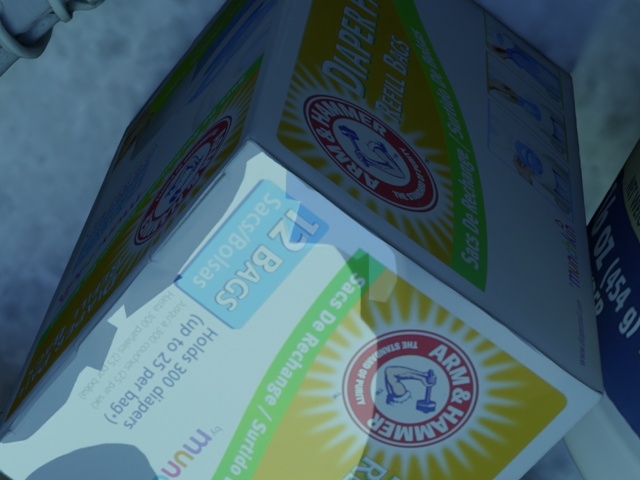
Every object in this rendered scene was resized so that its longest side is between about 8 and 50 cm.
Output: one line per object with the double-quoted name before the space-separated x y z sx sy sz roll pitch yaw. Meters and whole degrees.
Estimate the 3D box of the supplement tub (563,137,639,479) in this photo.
"supplement tub" 0.219 -0.039 0.470 0.228 0.228 0.316 24 116 -7

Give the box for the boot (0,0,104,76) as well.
"boot" -0.082 -0.086 0.549 0.123 0.095 0.258 20 116 3

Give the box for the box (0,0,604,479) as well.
"box" 0.000 0.000 0.525 0.103 0.203 0.114 36 115 -12

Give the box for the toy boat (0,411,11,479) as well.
"toy boat" -0.066 0.156 0.546 0.268 0.318 0.148 3 107 8
